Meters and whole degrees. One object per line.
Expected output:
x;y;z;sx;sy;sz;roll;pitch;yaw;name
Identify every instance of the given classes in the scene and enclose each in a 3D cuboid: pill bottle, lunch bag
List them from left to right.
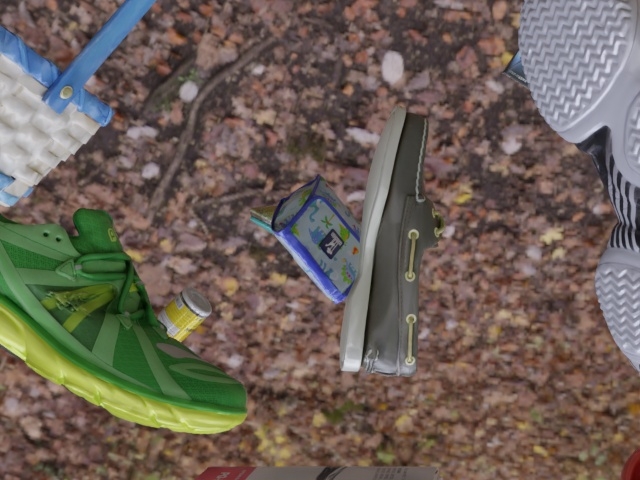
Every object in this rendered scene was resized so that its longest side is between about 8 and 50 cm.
-0.252;0.141;1.473;0.116;0.065;0.065;-43;124;14;pill bottle
0.000;0.000;1.131;0.096;0.151;0.129;-33;107;24;lunch bag

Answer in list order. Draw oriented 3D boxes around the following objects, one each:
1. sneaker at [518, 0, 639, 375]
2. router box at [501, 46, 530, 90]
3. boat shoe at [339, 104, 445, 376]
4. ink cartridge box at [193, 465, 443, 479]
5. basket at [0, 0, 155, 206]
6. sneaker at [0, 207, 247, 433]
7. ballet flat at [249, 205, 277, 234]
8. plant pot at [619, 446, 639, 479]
0.300;-0.050;0.621;0.210;0.366;0.137;-18;175;-28;sneaker
0.466;-0.367;1.795;0.122;0.092;0.038;31;-170;-1;router box
0.089;0.003;0.949;0.091;0.305;0.109;10;180;-2;boat shoe
-0.003;0.308;0.782;0.237;0.172;0.100;-3;-178;12;ink cartridge box
-0.297;-0.200;0.807;0.254;0.289;0.201;32;172;33;basket
-0.169;0.043;0.610;0.295;0.123;0.109;34;165;-7;sneaker
0.028;0.003;1.664;0.348;0.123;0.123;33;146;-1;ballet flat
0.409;0.358;0.802;0.275;0.275;0.243;6;114;11;plant pot
